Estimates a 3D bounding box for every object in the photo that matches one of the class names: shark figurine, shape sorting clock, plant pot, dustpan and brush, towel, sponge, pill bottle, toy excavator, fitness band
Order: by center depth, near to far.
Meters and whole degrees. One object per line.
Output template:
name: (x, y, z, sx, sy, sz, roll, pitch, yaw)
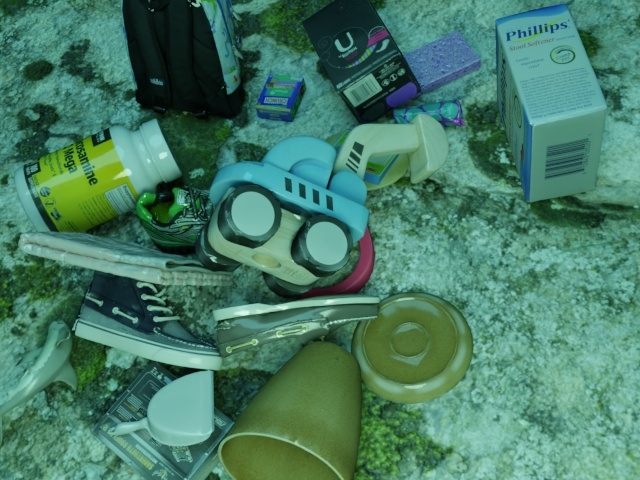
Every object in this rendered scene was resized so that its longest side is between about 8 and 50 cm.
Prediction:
plant pot: (-0.021, 0.313, 1.538, 0.237, 0.237, 0.254, 10, 45, 18)
dustpan and brush: (-0.297, 0.327, 1.609, 0.211, 0.060, 0.147, -8, 46, 0)
plant pot: (0.172, 0.196, 1.662, 0.236, 0.032, 0.236, -6, 57, 10)
toy excavator: (0.021, -0.113, 1.690, 0.432, 0.222, 0.445, 22, 67, -14)
towel: (-0.370, 0.035, 1.722, 0.316, 0.332, 0.054, 11, 90, 18)
shark figurine: (-0.551, 0.283, 1.737, 0.166, 0.116, 0.278, -10, 39, 48)
fitness band: (0.000, 0.000, 1.817, 0.208, 0.054, 0.291, -16, 57, -1)
shape sorting clock: (0.091, -0.177, 1.898, 0.206, 0.040, 0.206, 0, 42, 0)
pill bottle: (-0.487, -0.140, 1.931, 0.333, 0.188, 0.188, -25, 56, -4)
sponge: (0.256, -0.406, 2.025, 0.210, 0.031, 0.117, -25, 55, -3)

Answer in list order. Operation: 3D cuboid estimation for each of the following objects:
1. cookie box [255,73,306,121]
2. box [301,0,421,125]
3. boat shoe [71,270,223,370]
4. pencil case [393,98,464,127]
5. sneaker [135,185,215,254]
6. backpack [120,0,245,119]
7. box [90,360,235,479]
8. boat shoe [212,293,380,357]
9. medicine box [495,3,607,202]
cookie box: (-0.093, -0.339, 2.056, 0.091, 0.040, 0.107, 10, 62, 18)
box: (0.091, -0.422, 1.978, 0.165, 0.143, 0.270, -31, 51, 10)
boat shoe: (-0.335, 0.149, 1.727, 0.340, 0.127, 0.158, 12, 85, 20)
pencil case: (0.240, -0.270, 1.923, 0.151, 0.065, 0.070, -9, 41, 8)
sneaker: (-0.235, -0.044, 1.813, 0.343, 0.146, 0.134, -4, 60, 22)
backpack: (-0.326, -0.493, 2.019, 0.290, 0.356, 0.274, 9, 60, 19)
box: (-0.292, 0.363, 1.646, 0.231, 0.056, 0.183, 30, 69, 28)
boat shoe: (-0.042, 0.160, 1.667, 0.324, 0.116, 0.097, -6, 86, -2)
medicine box: (0.457, -0.274, 1.755, 0.149, 0.263, 0.289, -12, 56, 5)
